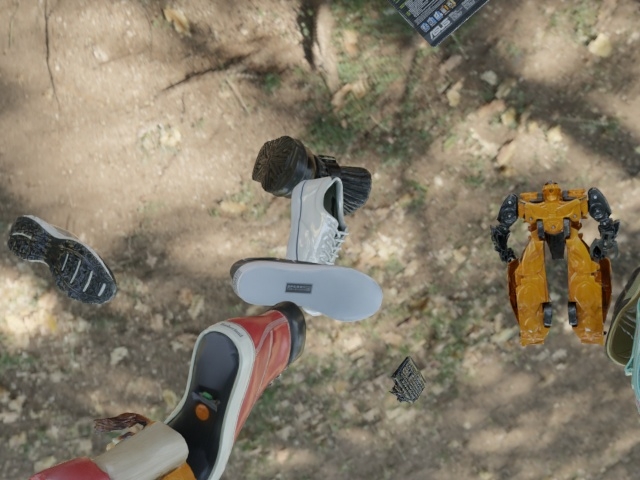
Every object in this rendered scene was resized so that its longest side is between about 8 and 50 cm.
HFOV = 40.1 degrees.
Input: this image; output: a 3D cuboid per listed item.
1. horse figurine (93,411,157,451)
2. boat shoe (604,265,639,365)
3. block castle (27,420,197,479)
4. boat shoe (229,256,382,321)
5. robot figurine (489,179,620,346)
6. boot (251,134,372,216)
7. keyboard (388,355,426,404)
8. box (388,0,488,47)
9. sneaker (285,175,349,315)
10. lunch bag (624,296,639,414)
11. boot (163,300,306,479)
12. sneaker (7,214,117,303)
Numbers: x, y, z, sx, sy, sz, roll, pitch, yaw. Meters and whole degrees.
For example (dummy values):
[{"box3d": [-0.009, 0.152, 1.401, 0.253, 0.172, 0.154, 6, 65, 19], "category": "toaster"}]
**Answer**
[{"box3d": [-0.300, 0.411, 1.594, 0.066, 0.263, 0.174, -35, 177, 32], "category": "horse figurine"}, {"box3d": [0.532, 0.119, 1.468, 0.080, 0.073, 0.224, 35, 68, -2], "category": "boat shoe"}, {"box3d": [-0.207, 0.447, 0.926, 0.303, 0.453, 0.212, -29, 178, 42], "category": "block castle"}, {"box3d": [-0.023, 0.063, 1.252, 0.228, 0.076, 0.080, 5, 105, -23], "category": "boat shoe"}, {"box3d": [0.401, 0.036, 1.491, 0.210, 0.085, 0.291, -3, 106, 17], "category": "robot figurine"}, {"box3d": [0.002, -0.136, 1.984, 0.260, 0.348, 0.131, 21, 96, -16], "category": "boot"}, {"box3d": [0.228, 0.371, 2.218, 0.100, 0.038, 0.192, -51, 144, -12], "category": "keyboard"}, {"box3d": [0.204, -0.470, 1.383, 0.216, 0.060, 0.270, 44, 131, -10], "category": "box"}, {"box3d": [0.000, 0.000, 1.507, 0.091, 0.258, 0.094, -21, 150, 33], "category": "sneaker"}, {"box3d": [0.545, 0.136, 1.219, 0.223, 0.279, 0.108, 6, 160, 17], "category": "lunch bag"}, {"box3d": [-0.096, 0.189, 1.028, 0.176, 0.088, 0.244, -16, 133, -61], "category": "boot"}, {"box3d": [-0.475, 0.032, 1.676, 0.108, 0.271, 0.100, 11, 108, -60], "category": "sneaker"}]
